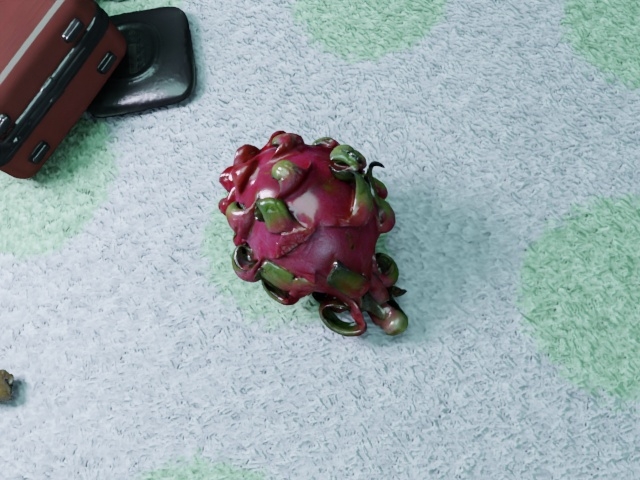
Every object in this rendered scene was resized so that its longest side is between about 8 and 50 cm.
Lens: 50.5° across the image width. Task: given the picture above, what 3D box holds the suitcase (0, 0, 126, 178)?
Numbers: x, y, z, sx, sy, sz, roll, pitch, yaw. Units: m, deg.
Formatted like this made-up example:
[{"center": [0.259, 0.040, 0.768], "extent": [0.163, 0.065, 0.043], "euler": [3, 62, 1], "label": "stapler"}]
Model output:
[{"center": [-0.468, -0.263, 1.041], "extent": [0.236, 0.161, 0.297], "euler": [31, 84, 28], "label": "suitcase"}]

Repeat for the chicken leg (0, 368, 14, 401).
[{"center": [-0.503, 0.182, 0.922], "extent": [0.197, 0.069, 0.085], "euler": [15, 45, 9], "label": "chicken leg"}]

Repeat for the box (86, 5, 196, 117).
[{"center": [-0.307, -0.301, 1.122], "extent": [0.201, 0.042, 0.213], "euler": [-12, 64, 6], "label": "box"}]

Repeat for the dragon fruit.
[{"center": [-0.007, -0.005, 0.853], "extent": [0.218, 0.273, 0.198], "euler": [-31, 28, -30], "label": "dragon fruit"}]
